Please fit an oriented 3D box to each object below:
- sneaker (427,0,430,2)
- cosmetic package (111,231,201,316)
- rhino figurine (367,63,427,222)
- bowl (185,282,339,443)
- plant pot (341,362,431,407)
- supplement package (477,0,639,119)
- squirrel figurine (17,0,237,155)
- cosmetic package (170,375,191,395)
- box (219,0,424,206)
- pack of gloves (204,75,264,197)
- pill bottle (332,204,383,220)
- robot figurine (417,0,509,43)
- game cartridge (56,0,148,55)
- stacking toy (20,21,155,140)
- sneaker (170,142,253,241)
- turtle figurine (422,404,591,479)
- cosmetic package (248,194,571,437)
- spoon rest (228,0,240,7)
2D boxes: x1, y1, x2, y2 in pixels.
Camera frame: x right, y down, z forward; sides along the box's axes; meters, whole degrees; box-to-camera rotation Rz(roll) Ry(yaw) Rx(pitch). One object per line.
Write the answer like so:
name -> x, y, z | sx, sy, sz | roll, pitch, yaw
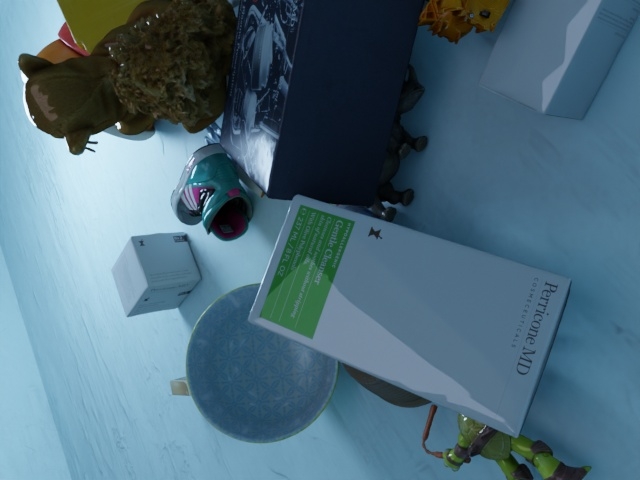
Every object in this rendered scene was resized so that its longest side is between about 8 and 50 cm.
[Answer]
sneaker -> 0.153, -0.395, 0.846 | 0.083, 0.032, 0.037 | 44, 112, 29
cosmetic package -> -0.439, 0.089, 1.470 | 0.184, 0.151, 0.151 | -44, 64, 43
rhino figurine -> 0.109, -0.160, 0.888 | 0.106, 0.073, 0.243 | 29, 115, 40
bowl -> -0.103, 0.238, 1.090 | 0.156, 0.289, 0.289 | 72, 179, -76
plant pot -> 0.104, 0.165, 0.910 | 0.237, 0.110, 0.237 | 9, 102, 46
supplement package -> 0.288, -0.247, 0.655 | 0.105, 0.105, 0.179 | 41, 122, 37
squirrel figurine -> -0.348, -0.314, 1.033 | 0.397, 0.370, 0.281 | -6, 110, 46
cosmetic package -> -0.348, 0.387, 1.476 | 0.115, 0.060, 0.041 | -16, 83, 49
box -> -0.020, -0.268, 0.877 | 0.312, 0.179, 0.343 | 44, 127, 57
pack of gloves -> -0.162, -0.239, 1.215 | 0.232, 0.046, 0.195 | 40, 122, 26
pill bottle -> 0.076, -0.001, 0.921 | 0.160, 0.087, 0.087 | 41, 124, 46
robot figurine -> 0.214, -0.392, 0.656 | 0.211, 0.085, 0.291 | -110, 38, -75
game cartridge -> -0.454, -0.610, 1.277 | 0.052, 0.324, 0.285 | 69, 177, -87
stacking toy -> -0.499, -0.529, 1.412 | 0.350, 0.350, 0.480 | 40, 104, 38
sneaker -> -0.243, -0.067, 1.263 | 0.178, 0.124, 0.295 | 61, 148, 15
turtle figurine -> 0.253, 0.263, 0.769 | 0.217, 0.087, 0.269 | 42, 117, 32
cosmetic package -> 0.116, 0.089, 0.738 | 0.365, 0.155, 0.197 | 17, 85, 26
spoon rest -> -0.170, -0.579, 1.087 | 0.276, 0.084, 0.137 | 133, 129, -64
